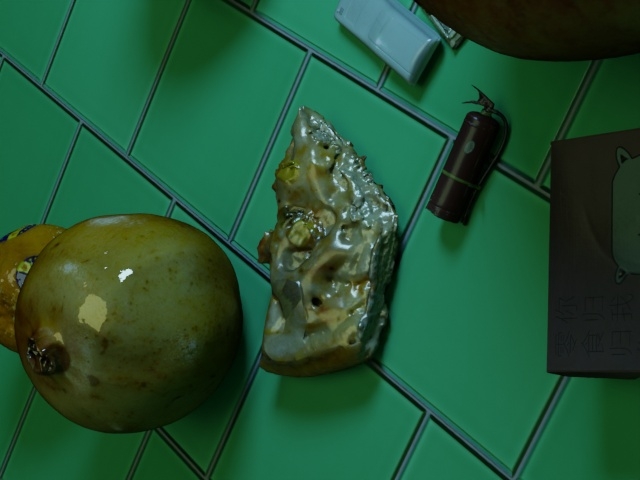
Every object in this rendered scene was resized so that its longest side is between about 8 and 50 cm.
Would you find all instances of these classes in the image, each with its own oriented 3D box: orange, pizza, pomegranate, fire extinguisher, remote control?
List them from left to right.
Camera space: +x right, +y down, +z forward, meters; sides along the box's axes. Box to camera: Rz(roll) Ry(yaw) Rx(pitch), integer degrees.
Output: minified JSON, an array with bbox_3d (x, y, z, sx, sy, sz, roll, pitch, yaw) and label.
[{"bbox_3d":[-0.351,0.064,1.777,0.178,0.155,0.177,7,113,17],"label":"orange"},{"bbox_3d":[-0.216,0.094,1.571,0.264,0.264,0.264,-10,76,45],"label":"pomegranate"},{"bbox_3d":[0.000,0.000,1.494,0.189,0.071,0.296,0,83,47],"label":"pizza"},{"bbox_3d":[0.068,-0.228,1.494,0.162,0.029,0.061,46,114,41],"label":"remote control"},{"bbox_3d":[0.146,-0.083,1.380,0.056,0.039,0.132,26,103,12],"label":"fire extinguisher"}]

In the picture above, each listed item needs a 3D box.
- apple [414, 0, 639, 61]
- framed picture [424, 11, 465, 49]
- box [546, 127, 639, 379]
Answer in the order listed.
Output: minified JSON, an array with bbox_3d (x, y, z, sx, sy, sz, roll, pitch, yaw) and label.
[{"bbox_3d":[0.215,-0.339,1.147,0.400,0.334,0.400,2,94,32],"label":"apple"},{"bbox_3d":[0.136,-0.363,1.457,0.217,0.017,0.274,-52,50,25],"label":"framed picture"},{"bbox_3d":[0.300,0.013,1.171,0.215,0.086,0.215,-6,79,46],"label":"box"}]
